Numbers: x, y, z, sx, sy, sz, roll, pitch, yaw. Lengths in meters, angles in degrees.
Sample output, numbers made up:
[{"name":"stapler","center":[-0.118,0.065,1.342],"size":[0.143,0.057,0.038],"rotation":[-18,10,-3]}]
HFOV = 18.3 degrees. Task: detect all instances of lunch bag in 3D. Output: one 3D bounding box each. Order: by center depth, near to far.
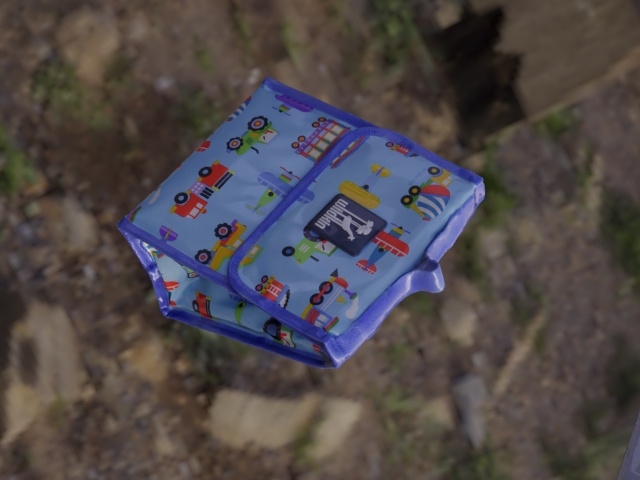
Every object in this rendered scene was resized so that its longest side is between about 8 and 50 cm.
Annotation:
[{"name":"lunch bag","center":[0.000,0.000,1.828],"size":[0.221,0.293,0.138],"rotation":[-47,136,-23]}]

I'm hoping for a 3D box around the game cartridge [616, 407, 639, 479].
[{"name":"game cartridge","center":[0.272,0.169,1.093],"size":[0.355,0.230,0.068],"rotation":[-58,162,-51]}]
